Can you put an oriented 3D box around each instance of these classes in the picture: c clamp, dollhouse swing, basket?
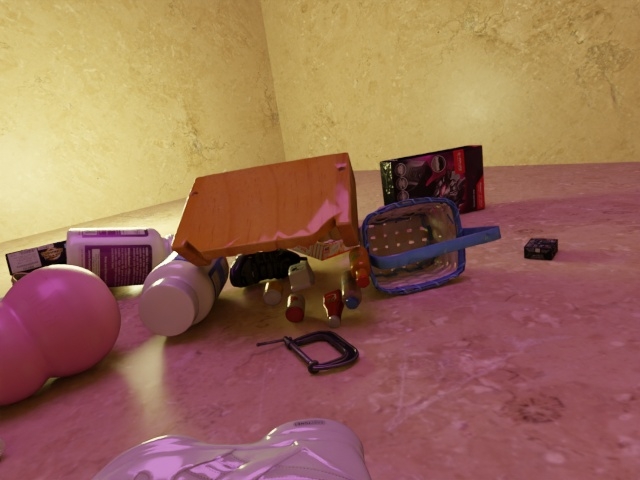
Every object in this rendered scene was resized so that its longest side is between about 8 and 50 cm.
[{"bbox_3d":[-0.016,0.193,0.760,0.137,0.022,0.160,-11,13,-30],"label":"c clamp"},{"bbox_3d":[-0.081,-0.002,0.989,0.346,0.305,0.315,-8,44,9],"label":"dollhouse swing"},{"bbox_3d":[0.203,0.011,0.951,0.254,0.201,0.289,-12,7,-13],"label":"basket"}]

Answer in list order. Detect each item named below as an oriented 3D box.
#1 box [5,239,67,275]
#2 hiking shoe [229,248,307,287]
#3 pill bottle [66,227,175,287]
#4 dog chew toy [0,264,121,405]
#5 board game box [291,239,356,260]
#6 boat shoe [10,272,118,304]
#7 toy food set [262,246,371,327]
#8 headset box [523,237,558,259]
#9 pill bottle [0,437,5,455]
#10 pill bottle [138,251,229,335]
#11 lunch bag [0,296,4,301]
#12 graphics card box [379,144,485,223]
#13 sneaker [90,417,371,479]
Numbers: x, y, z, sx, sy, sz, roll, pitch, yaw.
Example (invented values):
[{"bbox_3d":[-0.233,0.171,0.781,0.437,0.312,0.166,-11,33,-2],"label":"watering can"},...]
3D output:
[{"bbox_3d":[-0.786,0.056,1.395,0.293,0.073,0.295,-14,-5,-23],"label":"box"},{"bbox_3d":[-0.137,0.065,1.159,0.114,0.086,0.227,-1,16,38],"label":"hiking shoe"},{"bbox_3d":[-0.549,0.047,1.251,0.301,0.169,0.169,-1,10,-28],"label":"pill bottle"},{"bbox_3d":[-0.528,0.181,0.755,0.206,0.207,0.332,5,28,42],"label":"dog chew toy"},{"bbox_3d":[0.000,0.000,1.286,0.146,0.045,0.193,19,19,30],"label":"board game box"},{"bbox_3d":[-0.645,0.140,1.091,0.285,0.089,0.104,4,27,10],"label":"boat shoe"},{"bbox_3d":[-0.002,0.108,0.865,0.232,0.111,0.104,-19,26,10],"label":"toy food set"},{"bbox_3d":[0.537,0.018,1.066,0.062,0.032,0.083,4,19,37],"label":"headset box"},{"bbox_3d":[-0.485,0.288,0.611,0.083,0.043,0.043,-3,16,18],"label":"pill bottle"},{"bbox_3d":[-0.304,0.103,0.986,0.152,0.152,0.272,-8,15,2],"label":"pill bottle"},{"bbox_3d":[-0.700,0.188,0.910,0.224,0.108,0.279,-20,9,-36],"label":"lunch bag"},{"bbox_3d":[0.399,-0.194,1.540,0.370,0.233,0.094,-12,16,-15],"label":"graphics card box"},{"bbox_3d":[-0.093,0.251,0.396,0.305,0.114,0.152,-11,14,-9],"label":"sneaker"}]
